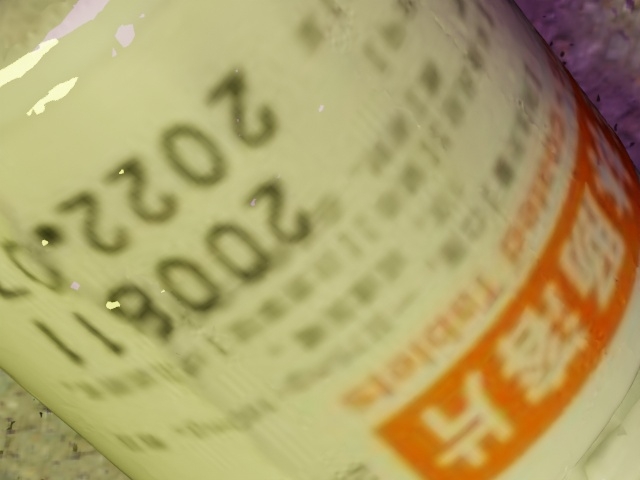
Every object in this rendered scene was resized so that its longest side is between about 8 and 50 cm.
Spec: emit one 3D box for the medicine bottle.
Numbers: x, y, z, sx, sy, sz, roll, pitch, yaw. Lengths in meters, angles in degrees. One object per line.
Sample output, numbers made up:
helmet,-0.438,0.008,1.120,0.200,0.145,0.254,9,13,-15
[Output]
medicine bottle,0.000,0.000,0.647,0.211,0.211,0.371,-42,125,2
